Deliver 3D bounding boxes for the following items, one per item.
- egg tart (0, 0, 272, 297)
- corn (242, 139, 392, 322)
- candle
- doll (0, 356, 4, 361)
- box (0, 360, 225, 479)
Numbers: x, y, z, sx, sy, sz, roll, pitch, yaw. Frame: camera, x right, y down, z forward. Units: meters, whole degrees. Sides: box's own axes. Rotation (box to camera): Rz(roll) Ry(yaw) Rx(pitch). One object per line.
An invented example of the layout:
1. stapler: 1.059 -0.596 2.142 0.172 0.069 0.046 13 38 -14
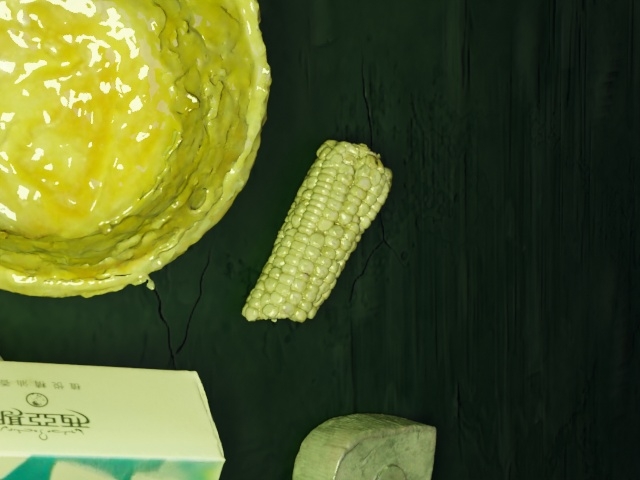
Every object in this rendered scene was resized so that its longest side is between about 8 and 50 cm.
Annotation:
1. egg tart: -0.191 -0.107 0.966 0.341 0.132 0.341 -1 109 -3
2. corn: 0.000 0.000 1.326 0.087 0.087 0.211 36 74 -43
3. candle: 0.056 0.256 1.440 0.168 0.068 0.192 -50 132 -29
4. doll: -0.259 0.145 1.081 0.135 0.099 0.241 -30 125 7
5. box: -0.231 0.202 0.995 0.274 0.116 0.203 6 120 -23
